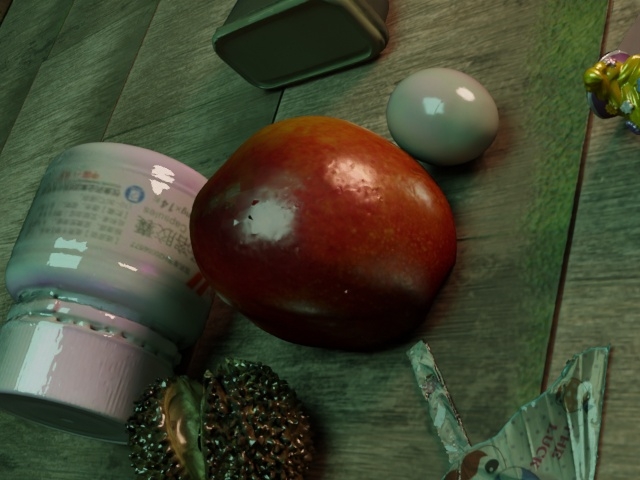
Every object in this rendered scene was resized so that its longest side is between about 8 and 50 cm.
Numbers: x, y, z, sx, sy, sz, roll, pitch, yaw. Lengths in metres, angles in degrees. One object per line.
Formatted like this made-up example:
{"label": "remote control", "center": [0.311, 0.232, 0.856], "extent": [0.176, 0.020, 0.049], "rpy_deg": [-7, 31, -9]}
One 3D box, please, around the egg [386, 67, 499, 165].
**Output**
{"label": "egg", "center": [0.128, -0.131, 0.891], "extent": [0.135, 0.103, 0.103], "rpy_deg": [28, 85, 51]}

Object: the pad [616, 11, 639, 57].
{"label": "pad", "center": [0.361, -0.190, 0.764], "extent": [0.113, 0.006, 0.187], "rpy_deg": [-59, 36, -2]}

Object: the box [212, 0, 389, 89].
{"label": "box", "center": [-0.015, -0.338, 1.178], "extent": [0.274, 0.138, 0.178], "rpy_deg": [-6, 54, 44]}

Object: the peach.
{"label": "peach", "center": [0.000, 0.000, 0.878], "extent": [0.274, 0.245, 0.249], "rpy_deg": [23, 111, 41]}

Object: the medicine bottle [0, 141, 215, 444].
{"label": "medicine bottle", "center": [-0.264, 0.069, 1.045], "extent": [0.256, 0.256, 0.325], "rpy_deg": [-13, 54, 42]}

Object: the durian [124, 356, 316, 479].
{"label": "durian", "center": [-0.103, 0.218, 0.844], "extent": [0.196, 0.167, 0.196], "rpy_deg": [-20, 60, 38]}

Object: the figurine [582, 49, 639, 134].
{"label": "figurine", "center": [0.296, -0.124, 0.699], "extent": [0.156, 0.114, 0.095], "rpy_deg": [29, 114, 47]}

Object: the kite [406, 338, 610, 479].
{"label": "kite", "center": [0.128, 0.207, 0.722], "extent": [0.335, 0.011, 0.314], "rpy_deg": [-43, 39, 15]}
